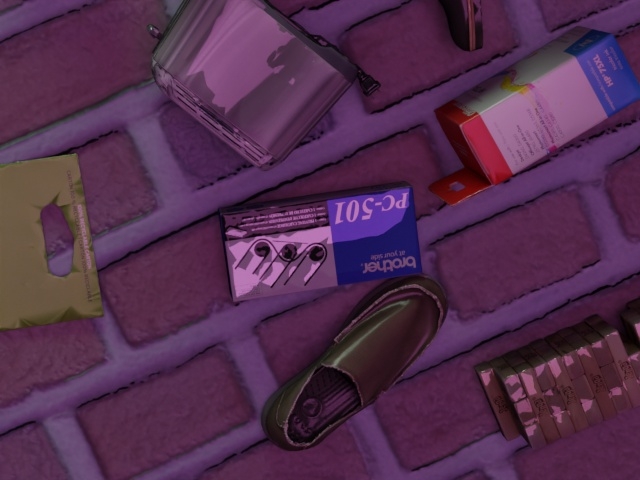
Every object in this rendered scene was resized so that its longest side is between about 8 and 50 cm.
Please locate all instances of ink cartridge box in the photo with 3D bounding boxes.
[{"bbox_3d":[0.207,-0.131,1.926,0.231,0.134,0.078,-31,103,-2],"label":"ink cartridge box"},{"bbox_3d":[-0.363,0.020,1.897,0.255,0.097,0.189,-9,101,-5],"label":"ink cartridge box"},{"bbox_3d":[0.000,0.000,1.966,0.207,0.046,0.097,-9,101,-6],"label":"ink cartridge box"}]

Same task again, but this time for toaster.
[{"bbox_3d":[-0.068,-0.174,1.889,0.227,0.129,0.146,38,97,-14],"label":"toaster"}]

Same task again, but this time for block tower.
[{"bbox_3d":[0.344,0.121,2.008,0.335,0.097,0.091,-23,101,-2],"label":"block tower"}]

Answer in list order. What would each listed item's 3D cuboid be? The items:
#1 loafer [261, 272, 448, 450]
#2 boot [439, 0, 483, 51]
[{"bbox_3d":[0.044,0.140,1.974,0.094,0.087,0.251,43,92,-12],"label":"loafer"},{"bbox_3d":[0.089,-0.281,1.924,0.137,0.077,0.198,-15,88,0],"label":"boot"}]
